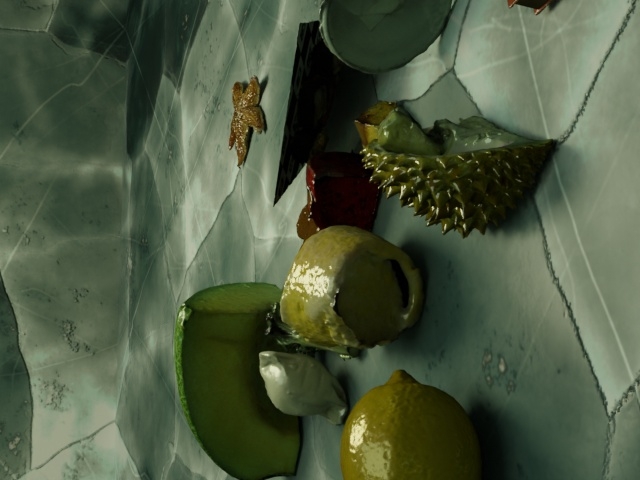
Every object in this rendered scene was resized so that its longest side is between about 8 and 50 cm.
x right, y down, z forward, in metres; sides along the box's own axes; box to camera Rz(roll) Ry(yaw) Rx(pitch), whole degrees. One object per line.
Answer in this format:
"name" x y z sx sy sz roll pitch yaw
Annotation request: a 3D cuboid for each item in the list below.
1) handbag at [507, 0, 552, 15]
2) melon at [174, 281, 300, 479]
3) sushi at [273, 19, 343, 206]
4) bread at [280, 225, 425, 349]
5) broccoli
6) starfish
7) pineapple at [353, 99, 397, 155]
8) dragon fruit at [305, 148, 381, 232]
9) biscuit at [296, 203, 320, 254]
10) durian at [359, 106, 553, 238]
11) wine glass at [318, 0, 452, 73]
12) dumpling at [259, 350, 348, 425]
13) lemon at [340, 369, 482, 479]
"handbag" 0.280 -0.371 1.137 0.190 0.063 0.127 -44 47 51
"melon" -0.136 0.266 1.791 0.331 0.226 0.343 -16 -66 -72
"sushi" -0.007 -0.225 1.646 0.292 0.059 0.294 -59 -21 -71
"bread" 0.045 0.077 1.442 0.170 0.197 0.197 17 102 59
"broccoli" -0.004 0.161 1.654 0.204 0.118 0.122 20 74 50
"starfish" -0.174 -0.284 2.168 0.240 0.043 0.227 -112 36 -50
"pineapple" 0.089 -0.156 1.518 0.114 0.077 0.114 -118 26 -57
"dragon fruit" 0.022 -0.063 1.590 0.127 0.120 0.161 -130 45 -65
"biscuit" 0.001 0.000 1.719 0.138 0.031 0.205 -61 30 22
"durian" 0.154 -0.107 1.270 0.166 0.172 0.306 -58 19 2
"wine glass" 0.032 -0.448 1.501 0.406 0.267 0.267 59 139 44
"dumpling" -0.044 0.249 1.639 0.134 0.169 0.100 -33 42 55
"lemon" 0.115 0.280 1.235 0.187 0.187 0.244 128 148 -51
